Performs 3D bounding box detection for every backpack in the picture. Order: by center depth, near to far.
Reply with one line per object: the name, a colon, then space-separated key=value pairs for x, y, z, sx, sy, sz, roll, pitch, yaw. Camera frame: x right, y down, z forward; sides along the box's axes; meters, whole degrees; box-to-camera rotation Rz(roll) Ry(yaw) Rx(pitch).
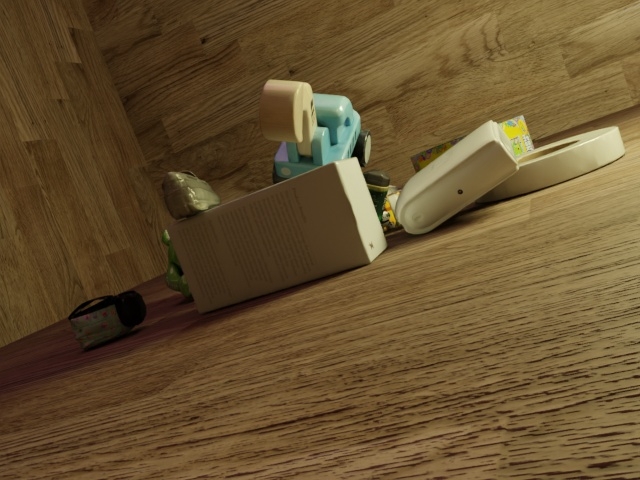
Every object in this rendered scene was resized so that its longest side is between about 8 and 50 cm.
backpack: x=-0.563 y=0.208 z=1.583 sx=0.182 sy=0.115 sz=0.152 roll=-21 pitch=-7 yaw=5

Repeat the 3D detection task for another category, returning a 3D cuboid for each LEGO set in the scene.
LEGO set: x=0.231 y=-0.099 z=1.794 sx=0.227 sy=0.093 sz=0.087 roll=-23 pitch=5 yaw=-24

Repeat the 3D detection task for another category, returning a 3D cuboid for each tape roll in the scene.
tape roll: x=0.574 y=-0.194 z=1.563 sx=0.392 sy=0.071 sz=0.392 roll=-21 pitch=4 yaw=2

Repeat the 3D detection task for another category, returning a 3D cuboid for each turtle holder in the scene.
turtle holder: x=-0.365 y=0.039 z=1.921 sx=0.228 sy=0.243 sz=0.320 roll=0 pitch=4 yaw=25

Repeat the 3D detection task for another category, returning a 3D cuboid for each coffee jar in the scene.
coffee jar: x=0.139 y=-0.102 z=1.656 sx=0.079 sy=0.184 sz=0.096 roll=13 pitch=15 yaw=10

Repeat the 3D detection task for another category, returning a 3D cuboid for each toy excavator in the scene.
toy excavator: x=-0.029 y=-0.281 z=1.505 sx=0.223 sy=0.445 sz=0.432 roll=8 pitch=48 yaw=15

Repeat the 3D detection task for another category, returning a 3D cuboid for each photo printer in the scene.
photo printer: x=0.311 y=-0.143 z=1.435 sx=0.308 sy=0.107 sz=0.256 roll=-37 pitch=9 yaw=24

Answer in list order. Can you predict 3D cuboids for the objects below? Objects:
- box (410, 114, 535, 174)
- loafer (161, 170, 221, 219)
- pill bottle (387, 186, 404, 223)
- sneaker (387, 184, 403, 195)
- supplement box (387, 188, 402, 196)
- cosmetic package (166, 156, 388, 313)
box: x=0.523 y=-0.278 z=2.061 sx=0.279 sy=0.176 sz=0.290 roll=-24 pitch=5 yaw=-33
loafer: x=-0.315 y=-0.117 z=1.476 sx=0.112 sy=0.111 sz=0.319 roll=-20 pitch=4 yaw=-3
pill bottle: x=0.282 y=-0.113 z=1.661 sx=0.180 sy=0.107 sz=0.108 roll=-20 pitch=5 yaw=7
sneaker: x=0.206 y=-0.129 z=2.158 sx=0.282 sy=0.105 sz=0.115 roll=-8 pitch=21 yaw=-18
supplement box: x=0.307 y=-0.141 z=2.008 sx=0.188 sy=0.080 sz=0.104 roll=-23 pitch=5 yaw=-28
cosmetic package: x=-0.102 y=-0.009 z=1.399 sx=0.454 sy=0.229 sz=0.161 roll=-18 pitch=5 yaw=23
